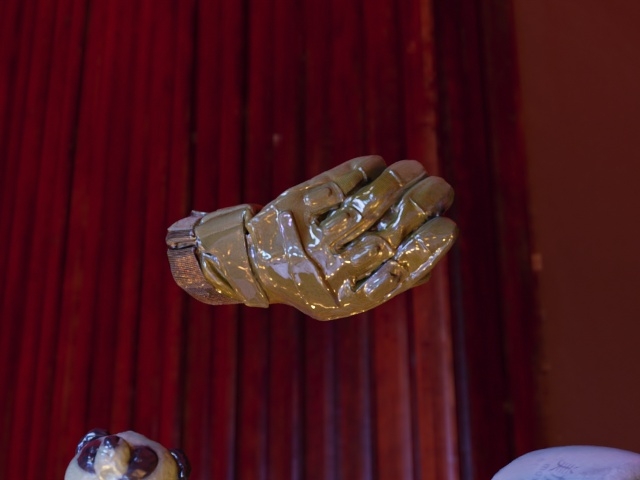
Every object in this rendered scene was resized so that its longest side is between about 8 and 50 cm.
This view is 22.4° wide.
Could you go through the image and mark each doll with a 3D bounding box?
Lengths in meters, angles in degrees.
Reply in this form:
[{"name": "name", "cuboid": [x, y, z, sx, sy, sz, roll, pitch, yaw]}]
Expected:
[{"name": "doll", "cuboid": [-0.174, 0.291, 1.529, 0.143, 0.135, 0.234, -14, 106, 34]}]

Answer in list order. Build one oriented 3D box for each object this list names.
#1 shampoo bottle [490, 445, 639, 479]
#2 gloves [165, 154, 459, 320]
[{"name": "shampoo bottle", "cuboid": [0.367, 0.437, 2.179, 0.317, 0.322, 0.322, 13, 164, 45]}, {"name": "gloves", "cuboid": [-0.009, 0.008, 1.685, 0.331, 0.141, 0.154, -6, 110, 34]}]
